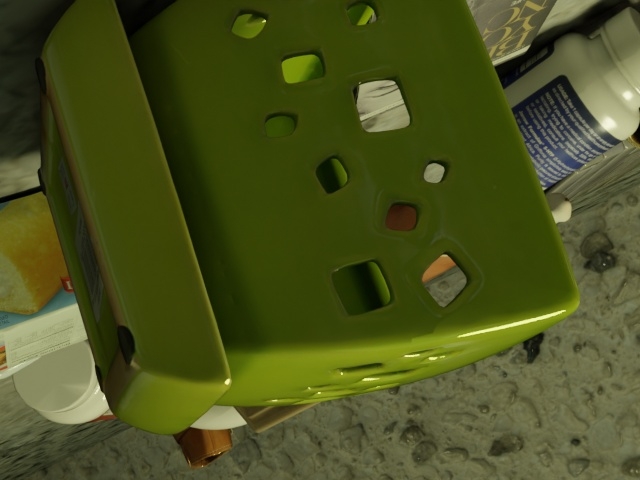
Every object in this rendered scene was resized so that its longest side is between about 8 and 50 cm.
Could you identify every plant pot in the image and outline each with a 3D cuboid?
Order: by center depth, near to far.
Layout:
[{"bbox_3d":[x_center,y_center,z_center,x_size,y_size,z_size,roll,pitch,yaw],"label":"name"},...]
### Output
[{"bbox_3d":[-0.032,-0.016,0.502,0.207,0.227,0.228,-14,167,-21],"label":"plant pot"}]

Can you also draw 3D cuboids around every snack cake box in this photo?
[{"bbox_3d":[-0.266,0.051,0.658,0.264,0.089,0.152,-20,171,-23],"label":"snack cake box"}]

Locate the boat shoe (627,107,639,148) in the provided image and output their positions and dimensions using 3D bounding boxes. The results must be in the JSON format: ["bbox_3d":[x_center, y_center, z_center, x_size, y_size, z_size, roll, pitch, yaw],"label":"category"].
[{"bbox_3d":[0.338,-0.142,0.930,0.095,0.095,0.257,-55,179,10],"label":"boat shoe"}]

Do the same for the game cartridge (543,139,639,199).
[{"bbox_3d":[0.470,-0.137,1.546,0.230,0.068,0.355,-27,171,-10],"label":"game cartridge"}]

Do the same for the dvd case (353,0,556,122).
[{"bbox_3d":[0.101,-0.154,0.665,0.164,0.018,0.221,-24,170,-6],"label":"dvd case"}]

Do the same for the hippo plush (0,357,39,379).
[{"bbox_3d":[-0.398,0.241,0.754,0.234,0.237,0.294,10,-153,4],"label":"hippo plush"}]

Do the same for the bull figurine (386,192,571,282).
[{"bbox_3d":[0.136,-0.018,1.049,0.310,0.101,0.188,-25,-160,30],"label":"bull figurine"}]

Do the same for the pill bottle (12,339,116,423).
[{"bbox_3d":[-0.281,0.156,1.085,0.121,0.121,0.216,-24,170,0],"label":"pill bottle"}]

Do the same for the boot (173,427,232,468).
[{"bbox_3d":[-0.194,0.215,1.314,0.109,0.220,0.283,-21,170,-22],"label":"boot"}]

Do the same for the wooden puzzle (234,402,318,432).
[{"bbox_3d":[-0.078,0.044,0.721,0.044,0.221,0.238,-40,180,-28],"label":"wooden puzzle"}]

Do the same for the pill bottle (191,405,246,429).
[{"bbox_3d":[-0.085,0.091,0.993,0.181,0.181,0.323,-25,176,5],"label":"pill bottle"}]

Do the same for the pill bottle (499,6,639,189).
[{"bbox_3d":[0.226,-0.124,0.843,0.186,0.112,0.112,-34,167,31],"label":"pill bottle"}]
